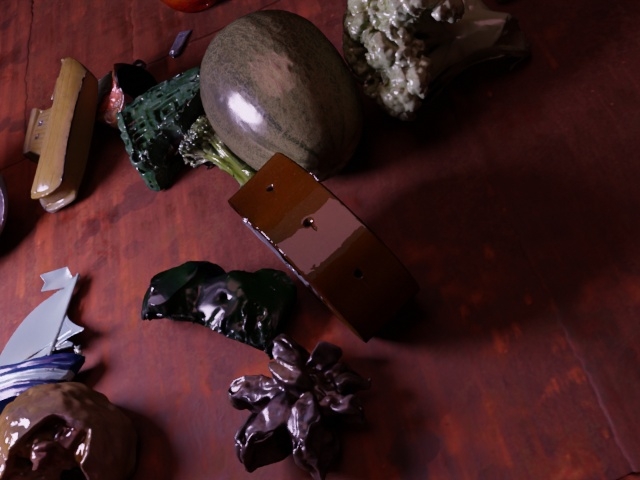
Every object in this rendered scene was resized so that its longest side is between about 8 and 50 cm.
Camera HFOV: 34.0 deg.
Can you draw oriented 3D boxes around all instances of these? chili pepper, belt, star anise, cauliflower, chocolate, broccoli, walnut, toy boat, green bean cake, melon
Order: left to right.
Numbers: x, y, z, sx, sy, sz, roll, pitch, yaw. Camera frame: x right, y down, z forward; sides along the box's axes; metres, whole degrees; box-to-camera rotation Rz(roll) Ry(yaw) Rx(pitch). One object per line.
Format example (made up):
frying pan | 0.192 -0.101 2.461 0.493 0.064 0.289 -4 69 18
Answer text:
toy boat | -0.450 0.165 1.722 0.210 0.070 0.291 7 53 35
walnut | -0.393 0.282 1.525 0.238 0.141 0.204 -17 39 13
toy boat | -0.508 -0.210 2.035 0.122 0.089 0.321 -6 66 25
chocolate | -0.390 -0.277 2.066 0.133 0.127 0.124 -21 25 50
green bean cake | -0.265 -0.214 1.941 0.208 0.107 0.193 -30 41 1
chili pepper | -0.167 0.085 1.587 0.265 0.116 0.148 3 50 33
broccoli | -0.158 -0.142 1.828 0.118 0.122 0.204 -49 56 4
melon | -0.063 -0.234 1.726 0.249 0.248 0.329 -34 56 -1
star anise | -0.041 0.214 1.405 0.220 0.099 0.214 15 50 40
belt | 0.000 0.000 1.496 0.122 0.217 0.339 -44 46 -4
cauliflower | 0.165 -0.348 1.692 0.281 0.260 0.327 -19 64 21

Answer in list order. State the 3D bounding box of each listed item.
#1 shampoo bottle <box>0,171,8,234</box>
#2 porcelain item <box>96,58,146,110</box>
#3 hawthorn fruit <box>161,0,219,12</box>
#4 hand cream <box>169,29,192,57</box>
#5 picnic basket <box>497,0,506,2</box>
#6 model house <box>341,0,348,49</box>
shampoo bottle | -0.744 -0.076 1.977 0.266 0.273 0.273 15 59 50
porcelain item | -0.445 -0.298 2.156 0.215 0.069 0.081 -46 39 -13
hawthorn fruit | -0.296 -0.579 2.252 0.235 0.181 0.181 -11 46 17
hand cream | -0.300 -0.419 2.222 0.030 0.019 0.093 -8 45 24
picnic basket | 0.340 -0.512 1.872 0.115 0.079 0.164 -23 43 10
model house | 0.126 -0.418 1.916 0.152 0.106 0.165 11 92 25
